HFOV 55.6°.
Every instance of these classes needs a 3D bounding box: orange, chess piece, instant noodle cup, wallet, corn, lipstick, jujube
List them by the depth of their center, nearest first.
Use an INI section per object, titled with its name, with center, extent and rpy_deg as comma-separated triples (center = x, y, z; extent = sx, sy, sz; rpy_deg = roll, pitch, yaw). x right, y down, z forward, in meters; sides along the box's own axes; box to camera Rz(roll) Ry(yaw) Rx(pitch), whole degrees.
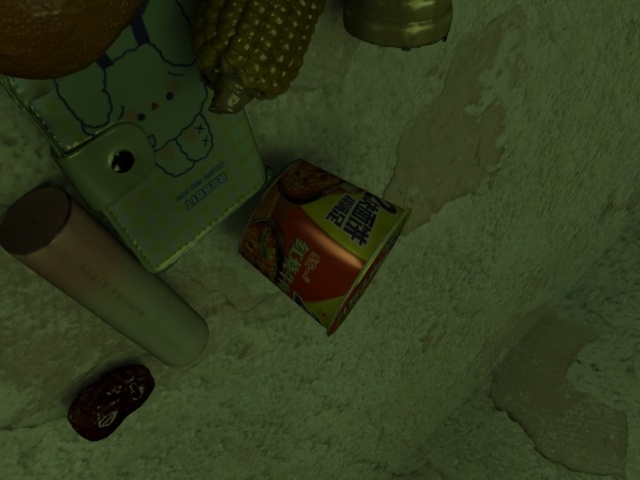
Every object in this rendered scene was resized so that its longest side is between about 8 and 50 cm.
[orange]
center = -0.219, -0.220, 0.427
extent = 0.206, 0.206, 0.206
rpy_deg = -28, 141, -25
[corn]
center = -0.040, -0.271, 0.586
extent = 0.119, 0.119, 0.322
rpy_deg = 26, 81, -54
[chess piece]
center = 0.100, -0.364, 0.649
extent = 0.137, 0.137, 0.301
rpy_deg = -29, 147, -24
[wallet]
center = -0.178, -0.128, 0.660
extent = 0.223, 0.077, 0.310
rpy_deg = -39, 142, -17
[lipstick]
center = -0.249, 0.062, 0.759
extent = 0.087, 0.087, 0.327
rpy_deg = -41, 144, -8
[instant noodle cup]
center = 0.000, 0.000, 0.841
extent = 0.213, 0.174, 0.213
rpy_deg = -55, 170, -14
[jujube]
center = -0.302, 0.232, 0.884
extent = 0.129, 0.077, 0.077
rpy_deg = -36, 144, -23
